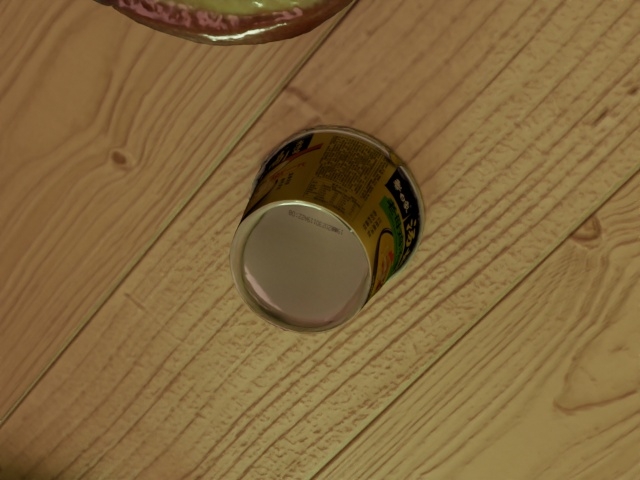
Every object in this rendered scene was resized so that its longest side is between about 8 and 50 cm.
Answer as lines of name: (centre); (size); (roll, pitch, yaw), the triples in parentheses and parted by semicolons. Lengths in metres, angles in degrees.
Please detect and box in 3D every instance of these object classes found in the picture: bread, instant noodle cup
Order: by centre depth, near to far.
bread: (-0.060, -0.232, 1.043); (0.244, 0.123, 0.190); (14, 120, 11)
instant noodle cup: (0.000, 0.000, 1.139); (0.151, 0.122, 0.151); (6, 117, 12)
